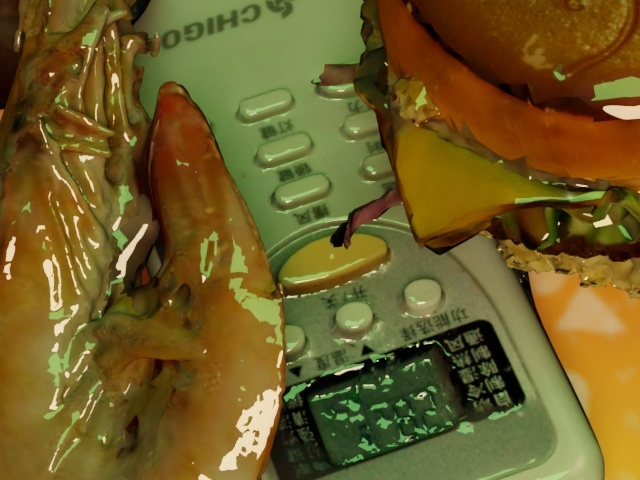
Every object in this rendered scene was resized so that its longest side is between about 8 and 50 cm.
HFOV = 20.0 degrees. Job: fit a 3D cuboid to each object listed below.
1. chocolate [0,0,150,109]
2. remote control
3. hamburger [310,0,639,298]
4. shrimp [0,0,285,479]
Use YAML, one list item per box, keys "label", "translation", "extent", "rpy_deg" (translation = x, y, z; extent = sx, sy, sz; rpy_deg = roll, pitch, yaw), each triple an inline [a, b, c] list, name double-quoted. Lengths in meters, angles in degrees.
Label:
- label: "chocolate"
  translation: [-0.140, -0.124, 0.776]
  extent: [0.125, 0.080, 0.148]
  rpy_deg: [-36, 35, 18]
- label: "remote control"
  translation: [0.000, 0.000, 0.723]
  extent: [0.140, 0.056, 0.296]
  rpy_deg: [-17, 58, -8]
- label: "hamburger"
  translation: [0.122, -0.076, 0.672]
  extent: [0.262, 0.138, 0.243]
  rpy_deg: [-6, 52, 9]
- label: "shrimp"
  translation: [-0.071, -0.002, 0.661]
  extent: [0.152, 0.063, 0.287]
  rpy_deg: [2, 85, 37]
